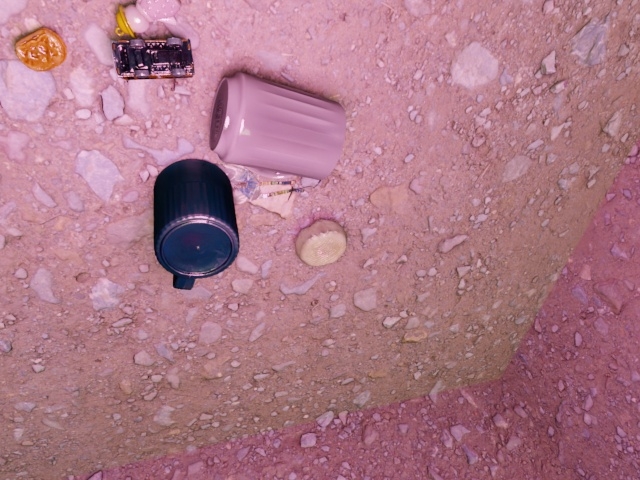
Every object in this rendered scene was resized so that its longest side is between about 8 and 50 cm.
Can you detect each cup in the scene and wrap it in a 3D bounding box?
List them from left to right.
[{"bbox_3d":[-0.386,-0.043,1.278,0.308,0.292,0.242,-38,130,12],"label":"cup"},{"bbox_3d":[-0.143,-0.292,1.240,0.326,0.237,0.323,6,151,-27],"label":"cup"}]

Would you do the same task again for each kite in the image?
[{"bbox_3d":[-0.204,-0.194,1.417,0.309,0.015,0.169,-11,129,-12],"label":"kite"}]

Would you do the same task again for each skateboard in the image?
[{"bbox_3d":[-0.417,-0.412,1.133,0.083,0.064,0.032,4,139,-11],"label":"skateboard"}]

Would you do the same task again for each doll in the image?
[{"bbox_3d":[-0.397,-0.545,1.016,0.207,0.081,0.129,-33,144,10],"label":"doll"}]

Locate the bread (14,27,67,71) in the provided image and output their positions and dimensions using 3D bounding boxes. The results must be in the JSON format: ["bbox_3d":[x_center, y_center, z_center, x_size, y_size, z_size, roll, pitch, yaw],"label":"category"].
[{"bbox_3d":[-0.652,-0.444,1.022,0.110,0.044,0.083,-27,135,3],"label":"bread"}]

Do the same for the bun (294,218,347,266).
[{"bbox_3d":[0.000,0.000,1.584,0.195,0.118,0.195,-10,135,-10],"label":"bun"}]

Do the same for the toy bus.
[{"bbox_3d":[-0.410,-0.444,1.074,0.182,0.103,0.091,-9,105,-16],"label":"toy bus"}]
